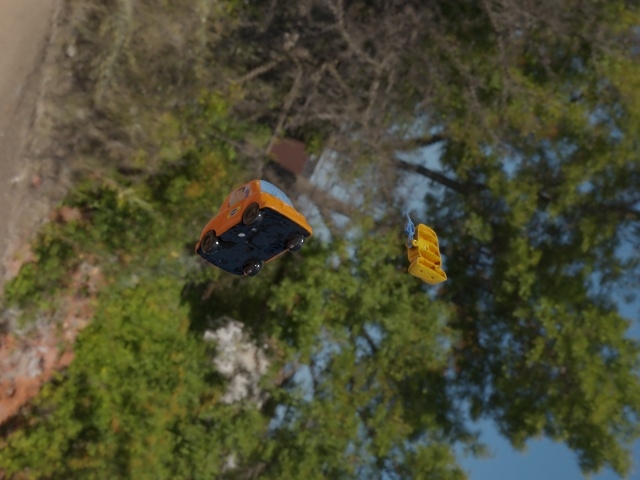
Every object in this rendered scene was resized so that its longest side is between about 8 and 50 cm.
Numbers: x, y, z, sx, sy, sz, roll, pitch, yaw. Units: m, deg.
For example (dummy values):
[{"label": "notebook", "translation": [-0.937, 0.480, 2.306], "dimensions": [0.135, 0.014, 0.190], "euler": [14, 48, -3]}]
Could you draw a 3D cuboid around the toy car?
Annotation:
[{"label": "toy car", "translation": [0.000, 0.000, 0.514], "dimensions": [0.060, 0.122, 0.040], "euler": [-48, -147, 45]}]
